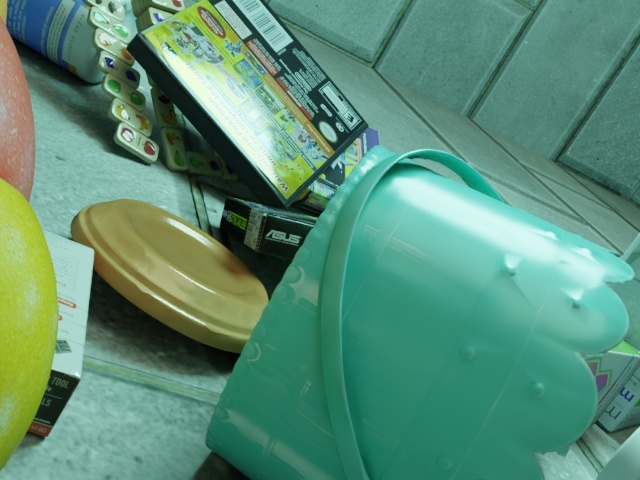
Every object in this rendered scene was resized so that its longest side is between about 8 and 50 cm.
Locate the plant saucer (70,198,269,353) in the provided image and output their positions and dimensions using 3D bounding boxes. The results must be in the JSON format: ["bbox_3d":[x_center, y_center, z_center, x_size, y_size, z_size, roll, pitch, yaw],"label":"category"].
[{"bbox_3d":[-0.120,0.023,0.715,0.200,0.037,0.200,35,10,-7],"label":"plant saucer"}]

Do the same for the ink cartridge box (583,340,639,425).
[{"bbox_3d":[0.261,0.146,0.912,0.209,0.109,0.062,13,24,-41],"label":"ink cartridge box"}]

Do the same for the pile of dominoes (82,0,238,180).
[{"bbox_3d":[-0.191,-0.206,1.036,0.196,0.040,0.251,4,65,-50],"label":"pile of dominoes"}]

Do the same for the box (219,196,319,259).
[{"bbox_3d":[0.000,0.000,0.865,0.184,0.045,0.191,11,4,-18],"label":"box"}]

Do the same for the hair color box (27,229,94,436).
[{"bbox_3d":[-0.208,0.047,0.546,0.093,0.053,0.167,24,18,-22],"label":"hair color box"}]

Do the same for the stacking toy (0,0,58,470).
[{"bbox_3d":[-0.219,0.013,0.337,0.480,0.350,0.350,55,26,17],"label":"stacking toy"}]

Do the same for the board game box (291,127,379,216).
[{"bbox_3d":[0.020,-0.107,1.170,0.141,0.048,0.170,20,51,-28],"label":"board game box"}]

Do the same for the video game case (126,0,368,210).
[{"bbox_3d":[-0.082,-0.198,1.077,0.275,0.035,0.248,49,42,-7],"label":"video game case"}]

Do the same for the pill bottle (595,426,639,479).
[{"bbox_3d":[0.367,0.266,0.749,0.208,0.119,0.119,42,22,32],"label":"pill bottle"}]

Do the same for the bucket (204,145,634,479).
[{"bbox_3d":[0.061,0.080,0.558,0.183,0.281,0.281,29,18,5],"label":"bucket"}]

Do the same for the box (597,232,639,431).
[{"bbox_3d":[0.446,0.115,1.078,0.262,0.231,0.127,7,29,-51],"label":"box"}]

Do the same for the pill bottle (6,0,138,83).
[{"bbox_3d":[-0.389,-0.346,1.119,0.272,0.152,0.152,31,19,0],"label":"pill bottle"}]
